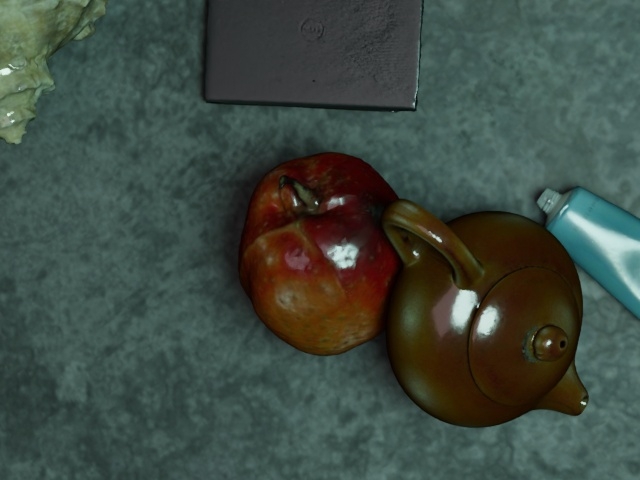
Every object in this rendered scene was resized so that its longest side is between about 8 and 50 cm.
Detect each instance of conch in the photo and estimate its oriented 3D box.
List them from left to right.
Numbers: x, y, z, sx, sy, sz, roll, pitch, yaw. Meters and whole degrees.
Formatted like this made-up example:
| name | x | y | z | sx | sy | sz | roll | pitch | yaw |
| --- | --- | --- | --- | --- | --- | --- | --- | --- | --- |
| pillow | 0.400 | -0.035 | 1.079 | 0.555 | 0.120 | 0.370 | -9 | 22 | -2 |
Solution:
| name | x | y | z | sx | sy | sz | roll | pitch | yaw |
| --- | --- | --- | --- | --- | --- | --- | --- | --- | --- |
| conch | -0.334 | -0.216 | 1.414 | 0.297 | 0.210 | 0.352 | -29 | 55 | 16 |

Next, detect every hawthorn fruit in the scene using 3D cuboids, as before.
| name | x | y | z | sx | sy | sz | roll | pitch | yaw |
| --- | --- | --- | --- | --- | --- | --- | --- | --- | --- |
| hawthorn fruit | 0.000 | 0.000 | 1.326 | 0.157 | 0.194 | 0.157 | -7 | 57 | 11 |

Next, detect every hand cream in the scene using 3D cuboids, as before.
| name | x | y | z | sx | sy | sz | roll | pitch | yaw |
| --- | --- | --- | --- | --- | --- | --- | --- | --- | --- |
| hand cream | 0.272 | 0.030 | 1.331 | 0.224 | 0.048 | 0.083 | 36 | 98 | 6 |

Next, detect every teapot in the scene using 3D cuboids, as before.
| name | x | y | z | sx | sy | sz | roll | pitch | yaw |
| --- | --- | --- | --- | --- | --- | --- | --- | --- | --- |
| teapot | 0.135 | 0.054 | 1.279 | 0.135 | 0.252 | 0.178 | 15 | 63 | 51 |

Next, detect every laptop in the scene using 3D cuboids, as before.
| name | x | y | z | sx | sy | sz | roll | pitch | yaw |
| --- | --- | --- | --- | --- | --- | --- | --- | --- | --- |
| laptop | -0.006 | -0.183 | 1.413 | 0.197 | 0.016 | 0.135 | 4 | 92 | 14 |
